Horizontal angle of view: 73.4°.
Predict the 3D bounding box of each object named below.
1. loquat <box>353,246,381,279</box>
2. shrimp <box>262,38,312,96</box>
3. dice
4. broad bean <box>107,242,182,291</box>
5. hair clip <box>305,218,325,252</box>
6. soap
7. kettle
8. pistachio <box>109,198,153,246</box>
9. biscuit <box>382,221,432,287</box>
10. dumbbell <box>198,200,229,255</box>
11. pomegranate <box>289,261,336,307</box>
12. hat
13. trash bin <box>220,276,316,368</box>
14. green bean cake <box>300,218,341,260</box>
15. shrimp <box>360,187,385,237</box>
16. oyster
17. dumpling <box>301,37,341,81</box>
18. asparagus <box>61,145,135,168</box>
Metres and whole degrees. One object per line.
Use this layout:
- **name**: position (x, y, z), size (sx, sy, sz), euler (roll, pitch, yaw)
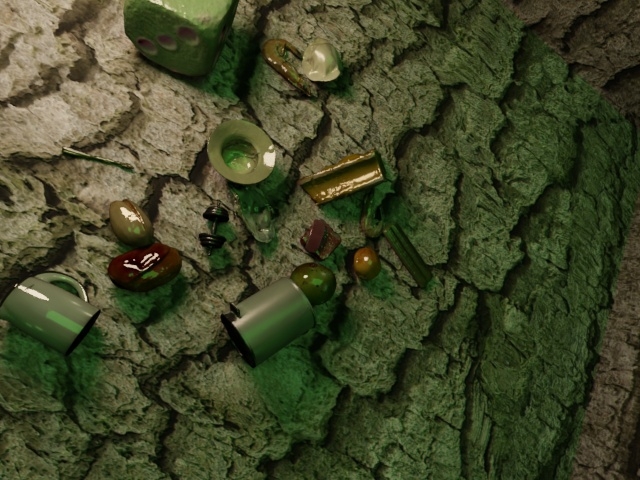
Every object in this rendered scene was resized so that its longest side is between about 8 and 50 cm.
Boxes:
- **loquat**: position (0.191, 0.093, 1.765), size (0.137, 0.113, 0.137), euler (28, 54, -46)
- **shrimp**: position (-0.116, -0.750, 1.840), size (0.296, 0.058, 0.169), euler (44, 64, -5)
- **dice**: position (-0.493, -0.814, 1.544), size (0.323, 0.330, 0.318), euler (23, 67, -16)
- **broad bean**: position (-0.581, 0.090, 1.431), size (0.229, 0.122, 0.156), euler (-18, 56, -30)
- **hair clip**: position (-0.019, -0.020, 1.682), size (0.054, 0.022, 0.137), euler (26, 70, -19)
- **soap**: position (0.105, -0.268, 1.840), size (0.339, 0.304, 0.169), euler (-19, 94, 14)
- **kettle**: position (-0.808, 0.200, 1.305), size (0.237, 0.161, 0.221), euler (33, 41, -11)
- **pistachio**: position (-0.633, -0.057, 1.436), size (0.125, 0.124, 0.184), euler (-31, 90, -25)
- **biscuit**: position (0.386, 0.058, 1.886), size (0.099, 0.038, 0.322), euler (-40, 99, -29)
- **dumbbell**: position (-0.384, -0.046, 1.553), size (0.099, 0.099, 0.208), euler (12, 74, -20)
- **pomegranate**: position (-0.035, 0.187, 1.626), size (0.180, 0.180, 0.209), euler (3, 107, -22)
- **hat**: position (-0.308, -0.312, 1.622), size (0.258, 0.130, 0.256), euler (5, 76, -22)
- **trash bin**: position (-0.181, 0.281, 1.505), size (0.263, 0.217, 0.277), euler (-31, 126, -25)
- **green bean cake**: position (0.000, 0.000, 1.729), size (0.135, 0.056, 0.135), euler (46, 67, -8)
- **shrimp**: position (0.233, -0.119, 1.858), size (0.126, 0.048, 0.223), euler (11, 81, -29)
- **oyster**: position (-0.268, -0.110, 1.622), size (0.252, 0.087, 0.199), euler (28, 60, -23)
- **dumpling**: position (0.000, -0.782, 1.869), size (0.167, 0.126, 0.215), euler (-16, 95, 2)
- **asparagus**: position (-0.764, -0.283, 1.484), size (0.233, 0.022, 0.023), euler (13, 30, -18)
